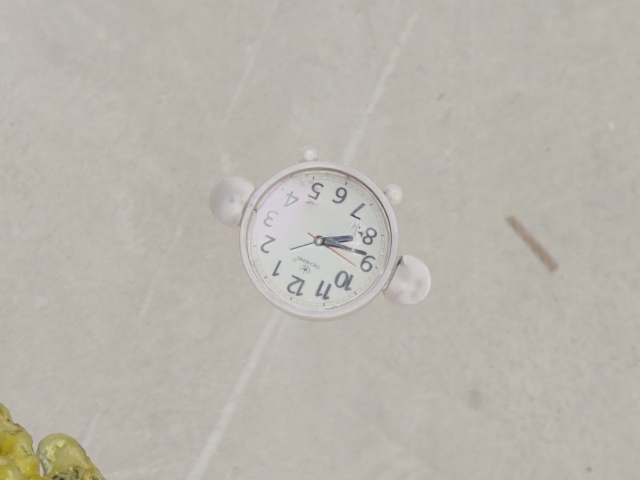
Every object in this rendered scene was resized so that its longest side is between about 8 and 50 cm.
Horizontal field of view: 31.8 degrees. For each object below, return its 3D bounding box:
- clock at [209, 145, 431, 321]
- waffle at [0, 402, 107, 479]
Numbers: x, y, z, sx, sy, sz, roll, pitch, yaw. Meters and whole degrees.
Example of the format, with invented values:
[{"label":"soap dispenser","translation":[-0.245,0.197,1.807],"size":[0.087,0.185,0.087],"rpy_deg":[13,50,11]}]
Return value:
[{"label":"clock","translation":[0.000,0.000,1.085],"size":[0.229,0.063,0.155],"rpy_deg":[24,83,4]},{"label":"waffle","translation":[-0.130,0.197,0.622],"size":[0.056,0.250,0.261],"rpy_deg":[-35,100,1]}]
